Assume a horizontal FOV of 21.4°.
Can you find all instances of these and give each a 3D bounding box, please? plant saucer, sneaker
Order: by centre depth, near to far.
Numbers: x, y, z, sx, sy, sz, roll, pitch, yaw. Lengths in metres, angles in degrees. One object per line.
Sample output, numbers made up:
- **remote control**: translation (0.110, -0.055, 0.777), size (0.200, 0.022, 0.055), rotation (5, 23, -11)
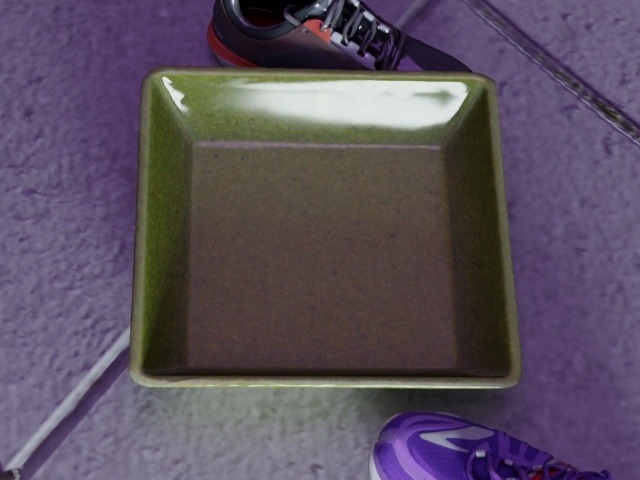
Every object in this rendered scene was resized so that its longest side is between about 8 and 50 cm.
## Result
- **sneaker**: translation (0.105, 0.118, 0.783), size (0.170, 0.071, 0.068), rotation (23, 59, 11)
- **plant saucer**: translation (0.000, 0.000, 0.866), size (0.188, 0.045, 0.188), rotation (1, 58, -3)
- **sneaker**: translation (0.011, -0.106, 0.922), size (0.158, 0.065, 0.061), rotation (16, 58, 7)
